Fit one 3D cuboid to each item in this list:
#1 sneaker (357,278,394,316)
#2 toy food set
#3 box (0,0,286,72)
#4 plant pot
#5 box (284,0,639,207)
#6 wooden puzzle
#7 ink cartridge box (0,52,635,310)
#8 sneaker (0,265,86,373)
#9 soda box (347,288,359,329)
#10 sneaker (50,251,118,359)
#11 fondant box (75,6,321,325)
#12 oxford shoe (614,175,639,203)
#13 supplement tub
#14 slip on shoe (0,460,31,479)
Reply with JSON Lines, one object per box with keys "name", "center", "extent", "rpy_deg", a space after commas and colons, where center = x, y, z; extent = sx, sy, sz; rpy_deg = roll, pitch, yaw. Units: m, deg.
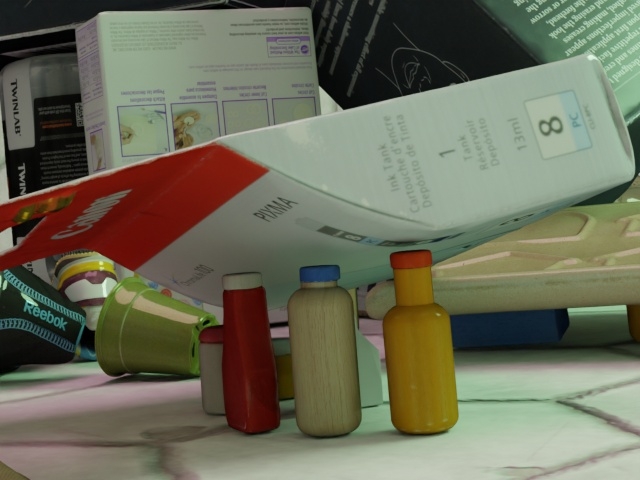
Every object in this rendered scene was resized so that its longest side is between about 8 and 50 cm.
{"name": "sneaker", "center": [0.096, 0.002, 1.468], "extent": [0.099, 0.153, 0.282], "rpy_deg": [-6, 4, -38]}
{"name": "toy food set", "center": [-0.011, 0.060, 0.891], "extent": [0.111, 0.104, 0.232], "rpy_deg": [-5, 3, -24]}
{"name": "box", "center": [-0.289, -0.456, 1.643], "extent": [0.480, 0.471, 0.297], "rpy_deg": [-5, 1, 19]}
{"name": "plant pot", "center": [-0.126, 0.076, 1.137], "extent": [0.079, 0.083, 0.083], "rpy_deg": [10, 8, 24]}
{"name": "box", "center": [0.176, -0.212, 1.474], "extent": [0.212, 0.395, 0.293], "rpy_deg": [-35, -16, -28]}
{"name": "wooden puzzle", "center": [0.241, 0.028, 1.206], "extent": [0.322, 0.080, 0.348], "rpy_deg": [-4, 9, 22]}
{"name": "ink cartridge box", "center": [-0.043, 0.000, 0.896], "extent": [0.385, 0.091, 0.308], "rpy_deg": [-16, -5, -24]}
{"name": "sneaker", "center": [-0.330, 0.079, 1.271], "extent": [0.140, 0.125, 0.341], "rpy_deg": [25, -14, -28]}
{"name": "soda box", "center": [0.000, 0.000, 1.351], "extent": [0.061, 0.181, 0.058], "rpy_deg": [-5, 2, 3]}
{"name": "sneaker", "center": [-0.221, 0.080, 1.314], "extent": [0.070, 0.084, 0.185], "rpy_deg": [-6, -23, -12]}
{"name": "fondant box", "center": [-0.117, -0.071, 1.474], "extent": [0.238, 0.330, 0.096], "rpy_deg": [-6, -1, -26]}
{"name": "oxford shoe", "center": [0.398, -0.033, 1.788], "extent": [0.364, 0.130, 0.133], "rpy_deg": [3, 4, -31]}
{"name": "supplement tub", "center": [-0.277, -0.061, 1.693], "extent": [0.194, 0.316, 0.193], "rpy_deg": [-5, 2, 0]}
{"name": "slip on shoe", "center": [-0.177, 0.113, 0.682], "extent": [0.051, 0.041, 0.135], "rpy_deg": [-6, 3, -40]}
